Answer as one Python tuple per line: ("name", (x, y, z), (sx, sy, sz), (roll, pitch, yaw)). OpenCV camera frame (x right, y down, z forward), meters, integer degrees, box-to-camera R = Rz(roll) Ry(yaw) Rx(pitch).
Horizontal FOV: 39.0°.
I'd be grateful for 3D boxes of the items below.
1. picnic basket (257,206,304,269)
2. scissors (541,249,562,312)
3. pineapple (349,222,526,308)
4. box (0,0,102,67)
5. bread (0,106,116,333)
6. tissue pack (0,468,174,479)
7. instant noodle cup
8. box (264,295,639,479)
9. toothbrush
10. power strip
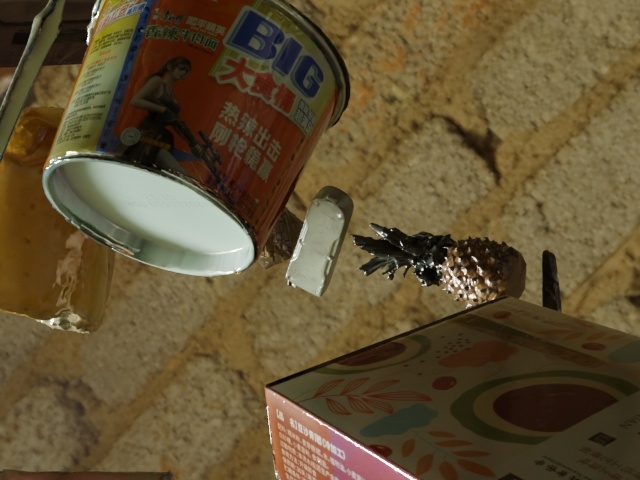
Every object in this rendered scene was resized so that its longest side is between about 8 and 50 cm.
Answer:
("picnic basket", (-0.135, -0.038, 2.020), (0.128, 0.178, 0.137), (-23, 30, 37))
("scissors", (0.327, 0.138, 1.268), (0.024, 0.160, 0.317), (99, 179, -52))
("pineapple", (0.244, 0.041, 1.877), (0.165, 0.365, 0.165), (-28, -54, -45))
("box", (-0.483, -0.389, 1.465), (0.252, 0.188, 0.153), (-21, -25, -50))
("bread", (-0.494, -0.043, 1.626), (0.361, 0.250, 0.394), (-176, 92, -80))
("tissue pack", (-0.335, 0.433, 1.261), (0.257, 0.215, 0.123), (-2, -36, 2))
("instant noodle cup", (-0.135, -0.106, 0.932), (0.296, 0.296, 0.214), (97, -170, -63))
("box", (0.193, 0.192, 0.861), (0.345, 0.385, 0.122), (-16, -71, -31))
("toothbrush", (-0.260, -0.167, 0.815), (0.026, 0.028, 0.294), (33, -111, -58))
("power strip", (-0.001, 0.002, 1.631), (0.048, 0.080, 0.286), (-56, -11, -37))
